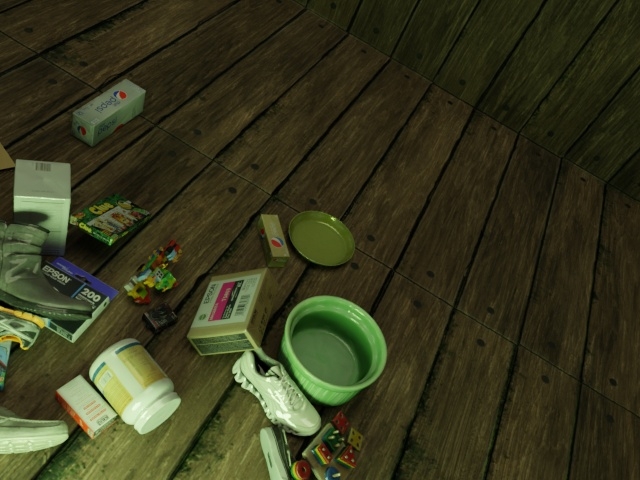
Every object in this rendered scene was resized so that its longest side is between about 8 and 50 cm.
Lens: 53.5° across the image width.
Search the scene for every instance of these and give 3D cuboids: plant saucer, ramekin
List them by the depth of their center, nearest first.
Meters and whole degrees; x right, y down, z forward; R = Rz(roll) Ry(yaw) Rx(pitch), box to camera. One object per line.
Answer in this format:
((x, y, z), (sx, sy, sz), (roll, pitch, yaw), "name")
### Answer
((0.023, 0.321, 1.811), (0.303, 0.148, 0.304), (14, 46, -14), "ramekin")
((0.000, 0.000, 2.172), (0.240, 0.037, 0.241), (14, 46, -15), "plant saucer")

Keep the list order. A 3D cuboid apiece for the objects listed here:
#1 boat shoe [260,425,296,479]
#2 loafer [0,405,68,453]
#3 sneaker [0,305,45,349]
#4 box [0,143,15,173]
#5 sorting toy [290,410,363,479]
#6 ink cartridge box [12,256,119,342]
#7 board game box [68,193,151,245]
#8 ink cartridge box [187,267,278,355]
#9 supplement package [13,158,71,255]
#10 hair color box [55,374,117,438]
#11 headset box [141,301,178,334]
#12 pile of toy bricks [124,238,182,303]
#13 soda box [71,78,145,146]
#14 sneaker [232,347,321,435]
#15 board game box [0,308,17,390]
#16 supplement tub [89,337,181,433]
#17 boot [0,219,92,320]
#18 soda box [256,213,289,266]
((-0.089, 0.565, 1.585), (0.070, 0.078, 0.219), (-1, 50, -26), "boat shoe")
((-0.722, 0.406, 1.394), (0.319, 0.112, 0.112), (6, 57, -21), "loafer")
((-0.781, 0.200, 1.522), (0.214, 0.084, 0.083), (14, 66, -6), "sneaker")
((-1.043, -0.267, 1.913), (0.164, 0.021, 0.201), (-23, 63, -39), "box")
((0.040, 0.554, 1.636), (0.132, 0.046, 0.274), (57, 38, -2), "sorting toy")
((-0.683, 0.143, 1.701), (0.206, 0.045, 0.208), (29, 43, 2), "ink cartridge box")
((-0.612, -0.067, 1.868), (0.136, 0.030, 0.260), (27, 21, 0), "board game box")
((-0.240, 0.196, 1.766), (0.193, 0.088, 0.235), (-10, 40, 22), "ink cartridge box")
((-0.760, -0.084, 1.724), (0.138, 0.244, 0.134), (3, 50, -25), "supplement package")
((-0.564, 0.399, 1.526), (0.141, 0.043, 0.072), (41, 45, 15), "hair color box")
((-0.448, 0.217, 1.757), (0.083, 0.032, 0.062), (-25, 65, -42), "headset box")
((-0.455, 0.099, 1.825), (0.105, 0.118, 0.212), (54, 30, -20), "pile of toy bricks")
((-0.722, -0.439, 2.172), (0.091, 0.098, 0.286), (30, 44, 4), "soda box")
((-0.110, 0.402, 1.697), (0.292, 0.118, 0.110), (41, 44, 10), "sneaker")
((-0.833, 0.256, 1.528), (0.160, 0.039, 0.212), (7, 47, -21), "board game box")
((-0.451, 0.355, 1.550), (0.200, 0.144, 0.144), (45, 46, 16), "supplement tub")
((-0.716, 0.068, 1.586), (0.337, 0.118, 0.223), (16, 71, -11), "boot")
((-0.156, -0.001, 2.081), (0.061, 0.058, 0.181), (1, 51, -25), "soda box")
